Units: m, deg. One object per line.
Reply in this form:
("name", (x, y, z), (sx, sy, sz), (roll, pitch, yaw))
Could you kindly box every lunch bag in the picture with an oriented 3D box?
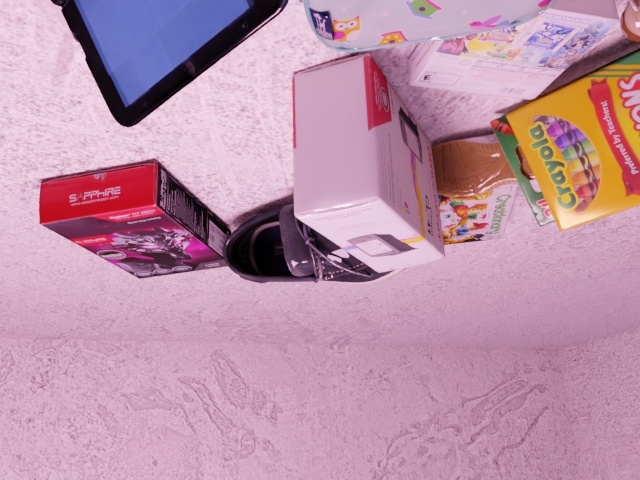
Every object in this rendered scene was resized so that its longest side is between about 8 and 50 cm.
("lunch bag", (0.099, -0.297, 0.650), (0.279, 0.108, 0.224), (-7, 160, 7))

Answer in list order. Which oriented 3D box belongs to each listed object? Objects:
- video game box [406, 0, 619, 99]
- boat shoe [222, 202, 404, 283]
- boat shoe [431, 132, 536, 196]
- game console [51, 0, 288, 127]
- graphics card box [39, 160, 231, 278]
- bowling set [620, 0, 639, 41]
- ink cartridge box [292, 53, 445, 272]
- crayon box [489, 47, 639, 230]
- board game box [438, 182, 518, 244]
("video game box", (0.242, -0.260, 0.868), (0.205, 0.048, 0.187), (2, 161, -18))
("boat shoe", (0.000, 0.000, 1.292), (0.500, 0.187, 0.156), (-10, 174, 41))
("boat shoe", (0.300, -0.137, 1.148), (0.277, 0.098, 0.096), (-3, -166, 31))
("game console", (-0.211, -0.262, 0.592), (0.250, 0.173, 0.293), (15, 152, -43))
("graphics card box", (-0.348, -0.026, 1.323), (0.232, 0.094, 0.371), (-8, 160, 11))
("bowling set", (0.418, -0.226, 0.763), (0.154, 0.287, 0.200), (-41, -161, -19))
("ink cartridge box", (0.079, -0.101, 1.010), (0.131, 0.226, 0.306), (-12, 160, 24))
("crayon box", (0.418, -0.145, 0.964), (0.318, 0.202, 0.081), (-24, -175, 37))
("board game box", (0.298, -0.066, 1.395), (0.193, 0.053, 0.305), (-7, 160, 8))
